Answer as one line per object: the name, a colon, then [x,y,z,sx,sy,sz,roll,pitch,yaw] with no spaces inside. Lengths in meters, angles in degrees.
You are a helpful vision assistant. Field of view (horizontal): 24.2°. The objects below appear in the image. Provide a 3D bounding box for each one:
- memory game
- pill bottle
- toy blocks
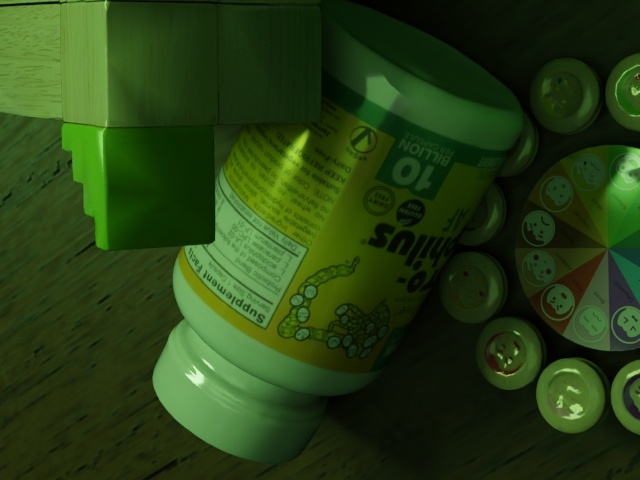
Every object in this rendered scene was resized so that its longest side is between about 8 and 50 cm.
memory game: [0.134,0.002,0.704,0.186,0.012,0.186,1,92,33]
pill bottle: [0.000,0.000,0.719,0.118,0.117,0.208,33,110,13]
toy blocks: [-0.105,-0.201,0.680,0.261,0.191,0.381,12,105,59]
